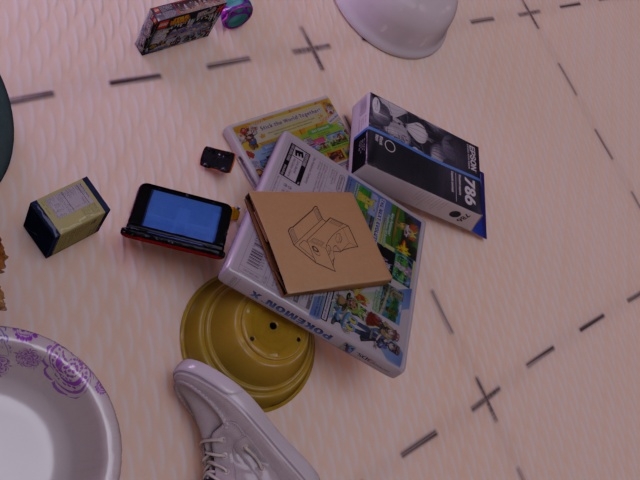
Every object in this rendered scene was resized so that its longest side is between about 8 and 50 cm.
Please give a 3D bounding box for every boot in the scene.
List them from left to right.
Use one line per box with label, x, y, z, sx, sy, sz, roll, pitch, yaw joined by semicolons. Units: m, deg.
boot;-0.121;0.280;0.892;0.258;0.095;0.123;44;49;-1

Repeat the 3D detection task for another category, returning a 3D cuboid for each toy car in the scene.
toy car;-0.157;-0.088;1.089;0.040;0.060;0.121;15;73;-74

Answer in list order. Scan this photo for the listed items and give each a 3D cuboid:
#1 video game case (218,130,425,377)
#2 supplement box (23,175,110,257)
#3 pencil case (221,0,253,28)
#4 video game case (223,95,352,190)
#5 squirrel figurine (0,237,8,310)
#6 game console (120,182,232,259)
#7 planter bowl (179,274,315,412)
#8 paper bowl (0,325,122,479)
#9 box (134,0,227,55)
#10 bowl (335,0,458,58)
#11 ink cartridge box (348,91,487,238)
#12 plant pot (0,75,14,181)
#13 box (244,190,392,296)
video game case;0.023;0.010;1.064;0.300;0.036;0.329;31;43;-14
supplement box;-0.338;-0.030;0.916;0.083;0.083;0.056;-34;89;-35
pencil case;-0.177;-0.450;1.206;0.070;0.064;0.151;-22;80;-51
video game case;-0.026;-0.133;1.180;0.227;0.026;0.206;-25;83;-35
squirrel figurine;-0.471;0.005;0.563;0.397;0.281;0.370;-4;58;-28
game console;-0.201;-0.030;0.983;0.144;0.124;0.085;14;88;-10
planter bowl;-0.084;0.132;0.989;0.217;0.090;0.217;12;64;-25
paper bowl;-0.371;0.243;0.737;0.284;0.148;0.284;12;64;-25
box;-0.227;-0.353;1.117;0.137;0.094;0.027;-31;86;-35
bowl;0.177;-0.534;1.409;0.298;0.134;0.297;12;63;-25
ink cartridge box;0.205;-0.134;1.273;0.333;0.065;0.165;21;56;-27
plant pot;-0.510;-0.179;0.813;0.290;0.195;0.290;13;63;-26
box;0.000;0.000;1.009;0.201;0.021;0.164;-3;60;-41
